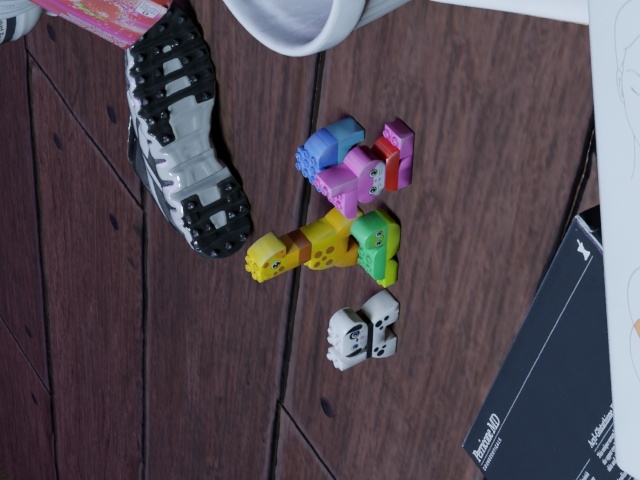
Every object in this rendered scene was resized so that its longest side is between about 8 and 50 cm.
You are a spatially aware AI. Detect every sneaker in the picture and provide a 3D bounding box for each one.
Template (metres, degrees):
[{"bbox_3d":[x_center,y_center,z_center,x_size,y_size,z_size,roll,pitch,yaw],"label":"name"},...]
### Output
[{"bbox_3d":[-0.132,-0.099,1.435,0.106,0.078,0.234,23,134,55],"label":"sneaker"}]

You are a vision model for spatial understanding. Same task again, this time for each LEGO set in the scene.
[{"bbox_3d":[0.000,0.000,1.225,0.087,0.093,0.227,48,151,37],"label":"LEGO set"}]

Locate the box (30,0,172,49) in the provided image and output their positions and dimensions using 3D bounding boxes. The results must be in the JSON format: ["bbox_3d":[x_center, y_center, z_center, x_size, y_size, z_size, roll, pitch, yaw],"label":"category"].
[{"bbox_3d":[-0.216,-0.262,1.229,0.257,0.128,0.123,26,163,-16],"label":"box"}]

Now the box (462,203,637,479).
[{"bbox_3d":[0.191,0.106,0.907,0.184,0.103,0.261,53,154,22],"label":"box"}]

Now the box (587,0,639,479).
[{"bbox_3d":[0.229,-0.038,0.606,0.215,0.168,0.345,35,142,50],"label":"box"}]

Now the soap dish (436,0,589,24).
[{"bbox_3d":[0.105,-0.243,0.743,0.229,0.118,0.290,23,132,58],"label":"soap dish"}]

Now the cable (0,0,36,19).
[{"bbox_3d":[-0.293,-0.304,1.358,0.089,0.257,0.257,-15,120,42],"label":"cable"}]

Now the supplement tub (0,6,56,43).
[{"bbox_3d":[-0.378,-0.256,1.564,0.191,0.272,0.191,46,150,38],"label":"supplement tub"}]

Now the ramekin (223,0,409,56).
[{"bbox_3d":[0.000,-0.223,0.997,0.207,0.109,0.207,48,151,38],"label":"ramekin"}]
